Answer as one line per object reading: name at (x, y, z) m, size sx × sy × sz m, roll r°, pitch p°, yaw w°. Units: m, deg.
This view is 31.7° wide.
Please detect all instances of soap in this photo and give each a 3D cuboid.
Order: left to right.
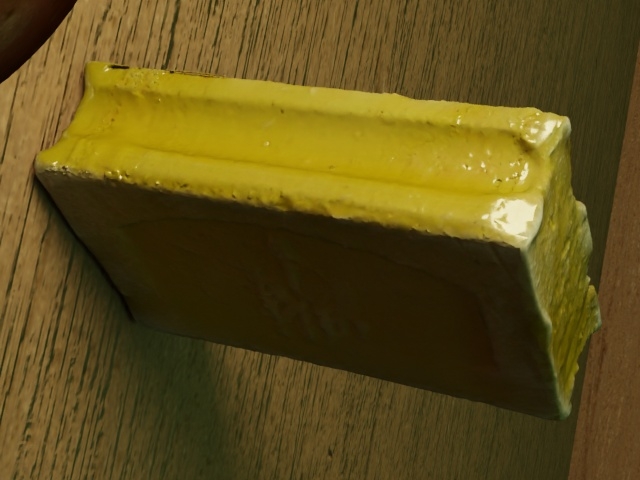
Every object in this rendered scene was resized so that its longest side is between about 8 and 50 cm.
soap at (0.000, 0.000, 0.681) m, size 0.091 × 0.314 × 0.199 m, roll -64°, pitch 151°, yaw -31°

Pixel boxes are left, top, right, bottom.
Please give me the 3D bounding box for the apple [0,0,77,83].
apple at (-0.173, -0.153, 0.324) m, size 0.217 × 0.260 × 0.260 m, roll -59°, pitch 152°, yaw -4°
